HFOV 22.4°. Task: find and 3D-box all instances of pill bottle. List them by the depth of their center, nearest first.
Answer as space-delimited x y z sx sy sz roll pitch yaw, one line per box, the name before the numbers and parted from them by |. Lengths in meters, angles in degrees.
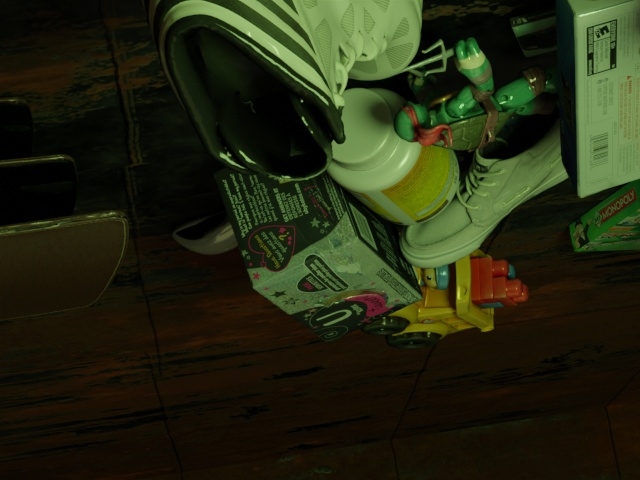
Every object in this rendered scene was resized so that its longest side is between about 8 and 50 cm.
pill bottle | 0.072 -0.096 1.789 0.117 0.117 0.215 -16 161 17

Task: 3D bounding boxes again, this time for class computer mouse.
computer mouse | -0.100 -0.015 2.063 0.193 0.042 0.106 -19 161 25

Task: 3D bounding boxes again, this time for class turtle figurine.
turtle figurine | 0.148 -0.149 1.650 0.234 0.118 0.175 -11 -175 -25

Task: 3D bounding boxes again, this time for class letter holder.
letter holder | -0.327 -0.028 1.735 0.214 0.152 0.302 -7 162 -17

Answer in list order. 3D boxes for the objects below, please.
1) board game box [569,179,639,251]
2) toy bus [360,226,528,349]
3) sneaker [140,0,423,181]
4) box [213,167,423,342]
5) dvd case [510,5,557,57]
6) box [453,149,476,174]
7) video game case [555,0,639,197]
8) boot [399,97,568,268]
board game box | 0.547 -0.043 2.321 0.317 0.046 0.213 -2 161 -24
toy bus | 0.168 0.059 2.210 0.211 0.149 0.220 -6 163 25
sneaker | -0.029 -0.148 1.348 0.169 0.257 0.447 -18 161 23
box | 0.000 0.000 1.913 0.142 0.163 0.247 -26 155 13
dvd case | 0.261 -0.224 1.670 0.119 0.013 0.087 -15 161 12
box | 0.199 -0.087 2.029 0.162 0.029 0.116 0 159 -25
video game case | 0.358 -0.180 1.598 0.244 0.061 0.269 -16 142 -3
boot | 0.190 -0.075 1.901 0.258 0.095 0.123 -37 150 1
